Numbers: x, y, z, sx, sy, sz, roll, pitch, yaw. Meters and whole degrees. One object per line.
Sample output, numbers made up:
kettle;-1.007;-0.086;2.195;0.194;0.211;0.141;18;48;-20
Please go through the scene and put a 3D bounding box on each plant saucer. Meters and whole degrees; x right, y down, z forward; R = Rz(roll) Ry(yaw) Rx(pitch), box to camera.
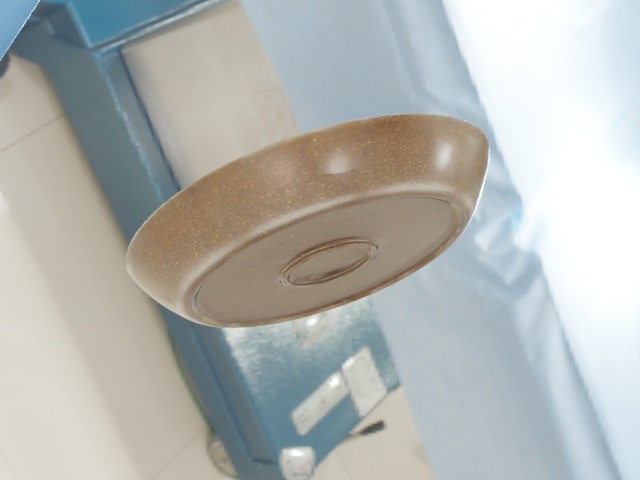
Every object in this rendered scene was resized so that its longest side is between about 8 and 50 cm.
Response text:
plant saucer;0.000;0.000;0.493;0.168;0.168;0.029;2;61;-48

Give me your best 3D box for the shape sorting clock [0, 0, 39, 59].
shape sorting clock;-0.159;-0.108;0.479;0.040;0.206;0.206;41;55;-30
